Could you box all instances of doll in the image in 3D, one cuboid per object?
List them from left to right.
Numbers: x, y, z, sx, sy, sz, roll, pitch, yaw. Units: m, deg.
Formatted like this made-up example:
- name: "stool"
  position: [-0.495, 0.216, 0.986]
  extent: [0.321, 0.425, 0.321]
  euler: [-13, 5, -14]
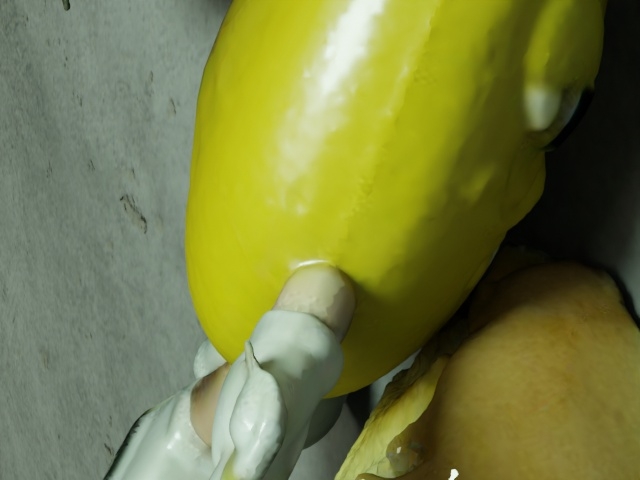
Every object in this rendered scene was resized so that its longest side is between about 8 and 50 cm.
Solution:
- name: "doll"
  position: [-0.004, 0.006, 0.608]
  extent: [0.423, 0.161, 0.348]
  euler: [120, 173, -69]

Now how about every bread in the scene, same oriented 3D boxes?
- name: "bread"
  position: [0.070, 0.127, 0.574]
  extent: [0.174, 0.133, 0.252]
  euler: [-51, 48, 47]

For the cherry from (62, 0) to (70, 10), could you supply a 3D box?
- name: "cherry"
  position: [-0.099, -0.258, 0.810]
  extent: [0.249, 0.175, 0.192]
  euler: [5, 105, 58]
